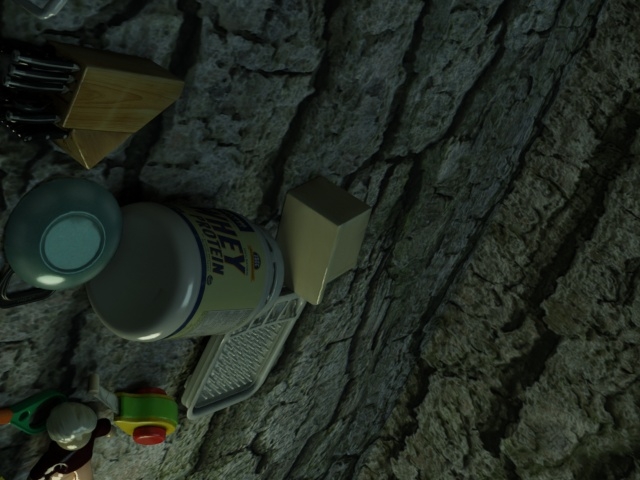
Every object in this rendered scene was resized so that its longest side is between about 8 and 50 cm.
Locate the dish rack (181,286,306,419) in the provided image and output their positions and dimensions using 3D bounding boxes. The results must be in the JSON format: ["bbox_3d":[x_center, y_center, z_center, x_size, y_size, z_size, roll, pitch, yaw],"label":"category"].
[{"bbox_3d":[-0.185,0.244,2.198,0.286,0.072,0.332,-12,134,-57],"label":"dish rack"}]

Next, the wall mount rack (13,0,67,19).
[{"bbox_3d":[-0.318,-0.432,1.095,0.304,0.130,0.350,-56,156,2],"label":"wall mount rack"}]

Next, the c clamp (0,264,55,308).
[{"bbox_3d":[-0.460,0.048,1.559,0.161,0.022,0.137,-22,144,-52],"label":"c clamp"}]

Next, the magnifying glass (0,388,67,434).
[{"bbox_3d":[-0.546,0.313,1.725,0.092,0.026,0.231,-60,156,10],"label":"magnifying glass"}]

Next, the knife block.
[{"bbox_3d":[-0.336,-0.232,1.352,0.276,0.088,0.242,-43,153,-23],"label":"knife block"}]

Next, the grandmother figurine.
[{"bbox_3d":[-0.476,0.418,1.851,0.208,0.104,0.342,-46,162,-38],"label":"grandmother figurine"}]

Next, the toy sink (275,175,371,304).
[{"bbox_3d":[0.000,0.000,2.148,0.131,0.153,0.234,-29,143,-44],"label":"toy sink"}]

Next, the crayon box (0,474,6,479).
[{"bbox_3d":[-0.620,0.561,1.768,0.202,0.081,0.318,-60,158,-29],"label":"crayon box"}]

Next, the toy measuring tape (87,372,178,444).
[{"bbox_3d":[-0.365,0.337,1.950,0.121,0.121,0.330,-48,154,-16],"label":"toy measuring tape"}]

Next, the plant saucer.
[{"bbox_3d":[-0.395,-0.003,1.506,0.195,0.037,0.194,-16,122,-28],"label":"plant saucer"}]

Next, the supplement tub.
[{"bbox_3d":[-0.232,0.055,1.711,0.325,0.235,0.235,2,119,-61],"label":"supplement tub"}]
